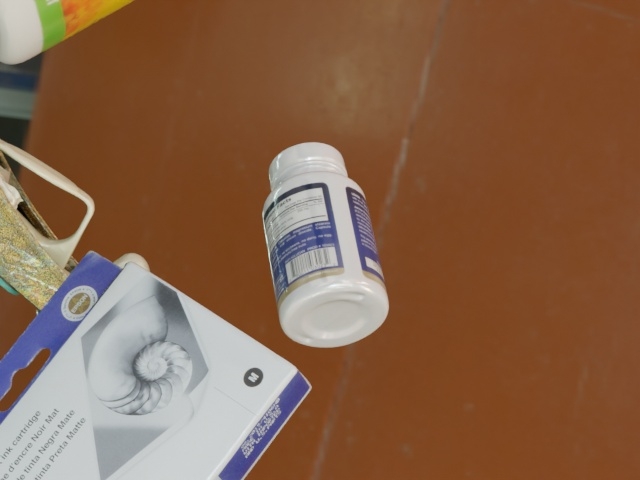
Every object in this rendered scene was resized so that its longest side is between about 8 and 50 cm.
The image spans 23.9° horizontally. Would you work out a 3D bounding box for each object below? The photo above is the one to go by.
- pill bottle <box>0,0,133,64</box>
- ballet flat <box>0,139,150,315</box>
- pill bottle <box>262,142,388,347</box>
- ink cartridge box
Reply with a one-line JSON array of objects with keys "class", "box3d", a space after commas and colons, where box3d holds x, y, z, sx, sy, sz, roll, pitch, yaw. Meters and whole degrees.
[{"class": "pill bottle", "box3d": [-0.081, -0.201, 0.734, 0.136, 0.246, 0.136, 49, 161, 23]}, {"class": "ballet flat", "box3d": [-0.216, 0.025, 1.292, 0.348, 0.123, 0.123, 47, 140, -10]}, {"class": "pill bottle", "box3d": [0.000, 0.000, 1.314, 0.094, 0.094, 0.169, -49, 39, 40]}, {"class": "ink cartridge box", "box3d": [-0.157, 0.127, 1.040, 0.224, 0.045, 0.223, 28, 74, 29]}]
